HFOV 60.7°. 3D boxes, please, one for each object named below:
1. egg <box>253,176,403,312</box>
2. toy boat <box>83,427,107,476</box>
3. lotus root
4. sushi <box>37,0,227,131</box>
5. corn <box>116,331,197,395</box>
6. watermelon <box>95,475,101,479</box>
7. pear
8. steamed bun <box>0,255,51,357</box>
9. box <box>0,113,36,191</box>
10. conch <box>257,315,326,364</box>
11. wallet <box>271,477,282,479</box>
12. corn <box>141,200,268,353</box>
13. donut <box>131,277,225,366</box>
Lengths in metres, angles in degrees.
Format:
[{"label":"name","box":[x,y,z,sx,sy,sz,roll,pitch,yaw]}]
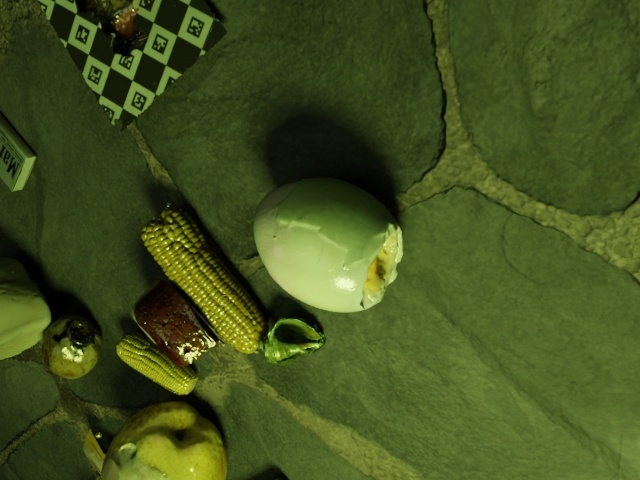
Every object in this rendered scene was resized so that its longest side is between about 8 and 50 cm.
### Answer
[{"label":"egg","box":[0.000,0.000,0.782,0.217,0.183,0.183,22,118,27]},{"label":"toy boat","box":[-0.506,0.559,1.365,0.226,0.088,0.068,50,161,7]},{"label":"lotus root","box":[-0.579,0.257,1.272,0.138,0.138,0.214,44,137,9]},{"label":"sushi","box":[-0.313,-0.368,0.911,0.264,0.050,0.290,-36,86,22]},{"label":"corn","box":[-0.348,0.262,1.163,0.203,0.072,0.072,25,120,20]},{"label":"watermelon","box":[-0.543,0.646,1.428,0.163,0.069,0.087,-37,88,34]},{"label":"pear","box":[-0.318,0.469,1.135,0.271,0.271,0.271,11,114,27]},{"label":"steamed bun","box":[-0.808,0.163,1.291,0.383,0.247,0.236,-28,81,46]},{"label":"box","box":[-0.711,-0.211,1.219,0.177,0.036,0.115,49,125,5]},{"label":"conch","box":[-0.053,0.170,0.944,0.121,0.074,0.089,-6,128,8]},{"label":"wallet","box":[-0.131,0.621,1.186,0.169,0.044,0.317,49,127,1]},{"label":"corn","box":[-0.204,0.076,0.984,0.313,0.102,0.102,51,125,5]},{"label":"donut","box":[-0.283,0.148,1.006,0.141,0.085,0.217,56,158,-20]}]
